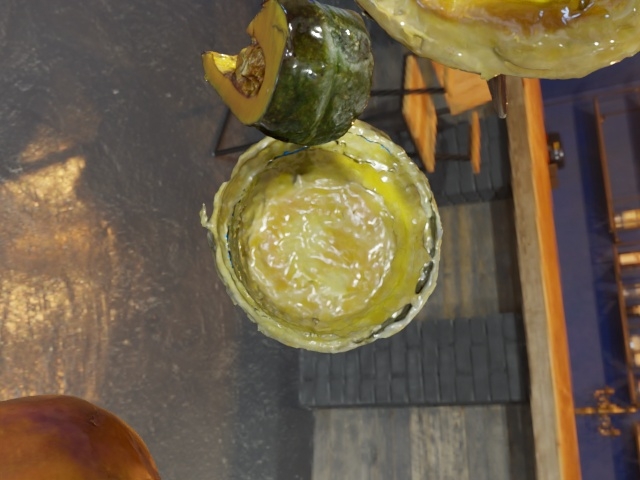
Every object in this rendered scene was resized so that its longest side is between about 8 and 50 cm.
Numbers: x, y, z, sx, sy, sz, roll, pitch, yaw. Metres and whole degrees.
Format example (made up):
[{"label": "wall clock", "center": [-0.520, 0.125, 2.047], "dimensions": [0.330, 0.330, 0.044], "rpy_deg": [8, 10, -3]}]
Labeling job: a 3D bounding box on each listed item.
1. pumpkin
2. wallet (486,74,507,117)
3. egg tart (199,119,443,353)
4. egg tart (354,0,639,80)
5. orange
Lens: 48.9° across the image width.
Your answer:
[{"label": "pumpkin", "center": [-0.051, -0.255, 0.958], "dimensions": [0.139, 0.190, 0.280], "rpy_deg": [-2, 39, -34]}, {"label": "wallet", "center": [0.244, -0.268, 1.007], "dimensions": [0.176, 0.026, 0.095], "rpy_deg": [63, 16, -53]}, {"label": "egg tart", "center": [0.000, 0.000, 1.088], "dimensions": [0.169, 0.387, 0.388], "rpy_deg": [-53, 132, -80]}, {"label": "egg tart", "center": [0.155, -0.279, 0.524], "dimensions": [0.129, 0.341, 0.342], "rpy_deg": [-12, 94, -73]}, {"label": "orange", "center": [-0.222, 0.268, 0.563], "dimensions": [0.284, 0.226, 0.284], "rpy_deg": [54, -25, 40]}]
